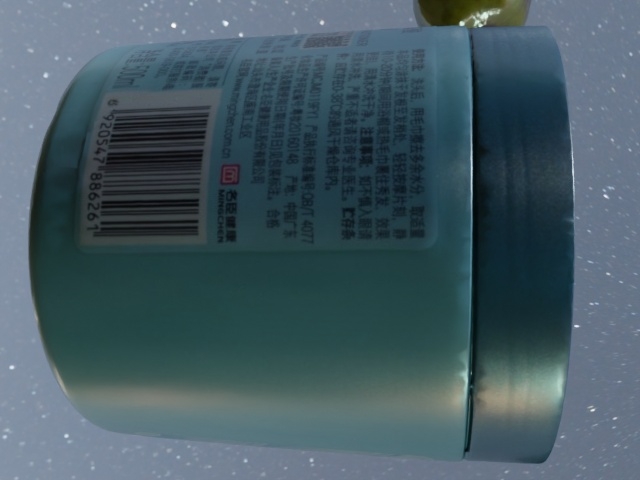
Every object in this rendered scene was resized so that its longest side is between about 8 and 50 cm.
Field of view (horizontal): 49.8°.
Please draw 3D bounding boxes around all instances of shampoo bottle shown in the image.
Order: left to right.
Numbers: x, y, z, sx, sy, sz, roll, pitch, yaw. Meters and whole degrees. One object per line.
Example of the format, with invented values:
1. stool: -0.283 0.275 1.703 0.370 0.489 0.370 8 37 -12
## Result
1. shampoo bottle: 0.000 0.000 0.563 0.342 0.331 0.331 1 -97 9

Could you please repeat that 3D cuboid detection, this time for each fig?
1. fig: 0.193 -0.320 0.876 0.142 0.148 0.186 -4 -113 20
